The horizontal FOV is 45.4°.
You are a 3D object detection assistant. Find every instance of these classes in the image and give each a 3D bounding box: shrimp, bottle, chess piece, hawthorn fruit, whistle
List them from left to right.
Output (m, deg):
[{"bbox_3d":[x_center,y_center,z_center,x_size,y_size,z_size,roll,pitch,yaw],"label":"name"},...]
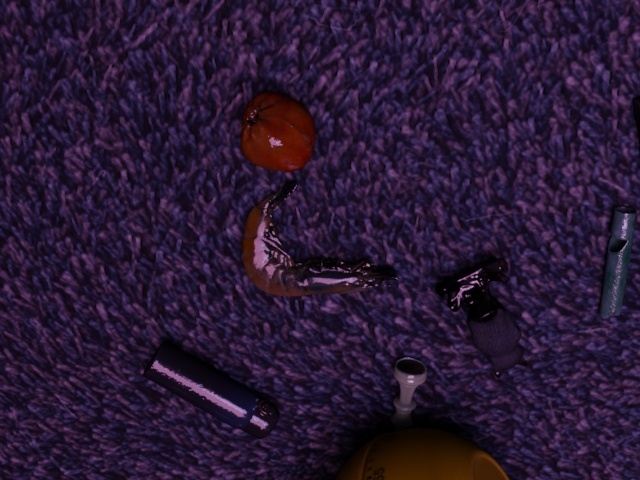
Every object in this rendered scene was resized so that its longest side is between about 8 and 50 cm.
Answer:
[{"bbox_3d":[-0.187,0.263,1.339,0.244,0.072,0.082,33,126,-9],"label":"bottle"},{"bbox_3d":[-0.063,-0.164,1.162,0.128,0.128,0.128,1,109,3],"label":"hawthorn fruit"},{"bbox_3d":[0.000,0.000,1.249,0.261,0.051,0.198,2,109,6],"label":"shrimp"},{"bbox_3d":[0.147,0.281,1.341,0.059,0.059,0.149,8,116,0],"label":"chess piece"},{"bbox_3d":[0.481,0.038,1.242,0.039,0.039,0.186,1,110,3],"label":"whistle"}]

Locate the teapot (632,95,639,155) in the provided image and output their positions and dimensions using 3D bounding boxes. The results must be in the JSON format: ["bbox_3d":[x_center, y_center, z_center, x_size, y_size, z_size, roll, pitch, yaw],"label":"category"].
[{"bbox_3d":[0.530,-0.156,1.139,0.087,0.096,0.177,-13,109,7],"label":"teapot"}]

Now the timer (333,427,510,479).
[{"bbox_3d":[0.140,0.502,1.273,0.386,0.376,0.376,-32,105,26],"label":"timer"}]

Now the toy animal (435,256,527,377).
[{"bbox_3d":[0.289,0.139,1.248,0.121,0.117,0.210,-30,103,6],"label":"toy animal"}]
